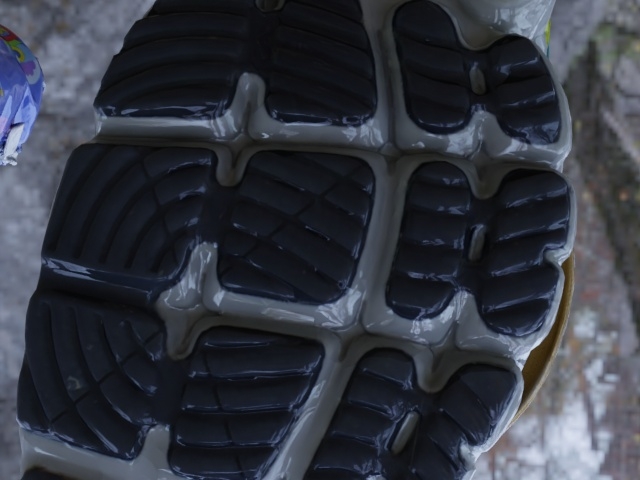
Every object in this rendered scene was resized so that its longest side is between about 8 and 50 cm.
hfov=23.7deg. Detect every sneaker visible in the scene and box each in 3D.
[{"bbox_3d":[0.011,-0.029,0.374,0.107,0.275,0.110,16,156,5],"label":"sneaker"}]

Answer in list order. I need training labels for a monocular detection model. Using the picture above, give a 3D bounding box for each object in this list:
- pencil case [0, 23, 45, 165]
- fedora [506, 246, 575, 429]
[{"bbox_3d":[-0.268,-0.103,0.998,0.119,0.133,0.306,-44,179,3],"label":"pencil case"},{"bbox_3d":[0.000,0.000,0.565,0.194,0.194,0.079,12,-157,40],"label":"fedora"}]
